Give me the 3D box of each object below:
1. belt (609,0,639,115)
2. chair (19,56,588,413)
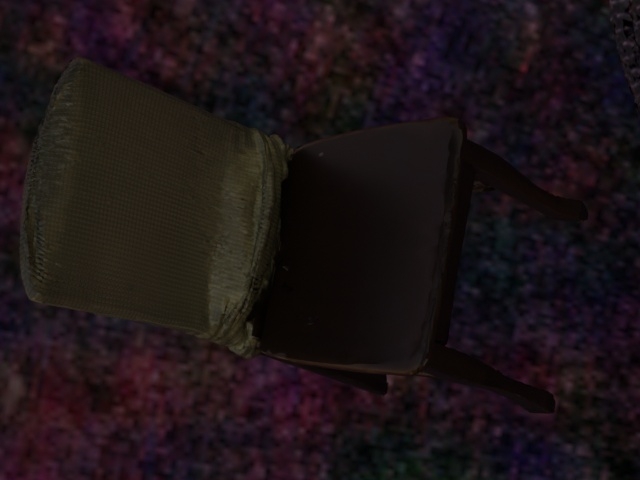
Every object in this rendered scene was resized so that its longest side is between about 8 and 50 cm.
[{"bbox_3d":[0.230,-0.145,0.672,0.260,0.122,0.325,63,142,32],"label":"belt"},{"bbox_3d":[0.000,0.000,1.080,0.186,0.319,0.160,1,74,42],"label":"chair"}]
